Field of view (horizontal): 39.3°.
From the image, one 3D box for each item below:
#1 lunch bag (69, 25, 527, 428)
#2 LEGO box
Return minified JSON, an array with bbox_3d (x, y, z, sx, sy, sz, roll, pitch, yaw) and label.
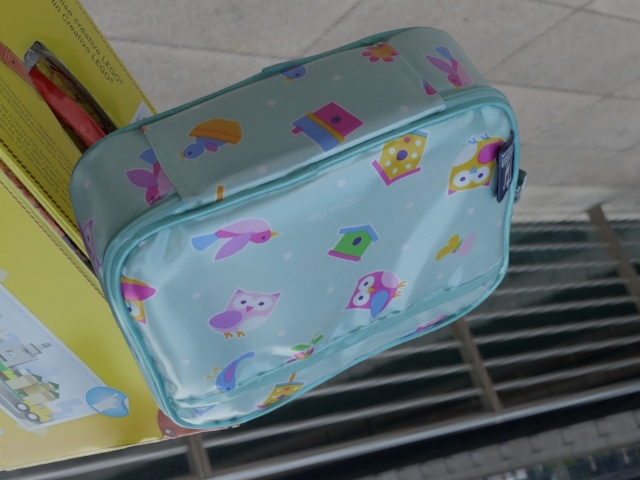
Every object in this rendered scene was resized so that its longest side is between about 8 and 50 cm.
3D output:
[{"bbox_3d":[0.000,0.000,0.584,0.279,0.108,0.224,-22,136,-13],"label":"lunch bag"},{"bbox_3d":[-0.327,-0.029,0.757,0.373,0.193,0.500,-15,128,23],"label":"LEGO box"}]
